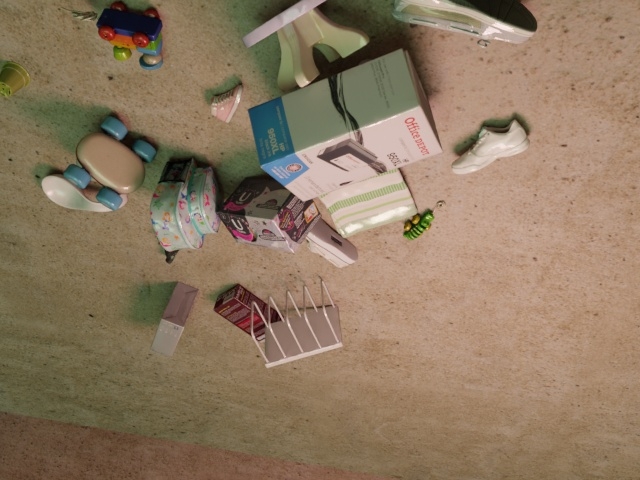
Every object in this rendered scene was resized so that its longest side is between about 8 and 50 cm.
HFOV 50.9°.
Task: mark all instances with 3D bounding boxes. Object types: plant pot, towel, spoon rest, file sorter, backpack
[{"bbox_3d":[-0.879,-0.448,1.898,0.083,0.079,0.083,9,137,8],"label":"plant pot"},{"bbox_3d":[0.118,-0.136,1.908,0.248,0.038,0.325,-18,140,14],"label":"towel"},{"bbox_3d":[-0.775,-0.147,2.182,0.277,0.084,0.137,9,137,5],"label":"spoon rest"},{"bbox_3d":[-0.088,0.278,2.312,0.278,0.192,0.173,-18,126,9],"label":"file sorter"},{"bbox_3d":[-0.401,-0.095,2.007,0.191,0.253,0.225,0,134,15],"label":"backpack"}]

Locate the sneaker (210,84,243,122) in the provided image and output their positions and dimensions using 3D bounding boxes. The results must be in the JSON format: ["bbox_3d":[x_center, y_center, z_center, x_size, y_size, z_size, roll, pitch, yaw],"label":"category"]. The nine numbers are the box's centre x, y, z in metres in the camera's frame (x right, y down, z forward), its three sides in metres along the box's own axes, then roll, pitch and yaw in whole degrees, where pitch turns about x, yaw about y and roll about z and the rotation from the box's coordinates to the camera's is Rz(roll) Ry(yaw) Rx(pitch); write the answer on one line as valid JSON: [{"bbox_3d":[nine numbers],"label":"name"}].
[{"bbox_3d":[-0.259,-0.378,1.820,0.070,0.051,0.134,22,141,-16],"label":"sneaker"}]

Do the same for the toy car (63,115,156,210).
[{"bbox_3d":[-0.650,-0.223,2.024,0.210,0.219,0.238,39,161,-25],"label":"toy car"}]

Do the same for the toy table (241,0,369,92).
[{"bbox_3d":[-0.033,-0.465,1.553,0.274,0.252,0.160,-16,113,44],"label":"toy table"}]

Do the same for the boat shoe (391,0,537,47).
[{"bbox_3d":[0.317,-0.501,1.494,0.321,0.118,0.103,16,143,4],"label":"boat shoe"}]

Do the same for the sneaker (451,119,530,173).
[{"bbox_3d":[0.431,-0.250,1.760,0.212,0.080,0.094,-23,114,25],"label":"sneaker"}]

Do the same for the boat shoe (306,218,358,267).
[{"bbox_3d":[0.000,0.000,2.120,0.268,0.096,0.088,34,130,-31],"label":"boat shoe"}]

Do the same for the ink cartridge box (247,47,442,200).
[{"bbox_3d":[0.069,-0.265,1.630,0.395,0.166,0.285,-19,161,15],"label":"ink cartridge box"}]

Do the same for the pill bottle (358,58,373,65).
[{"bbox_3d":[0.119,-0.391,1.693,0.065,0.065,0.116,12,138,3],"label":"pill bottle"}]

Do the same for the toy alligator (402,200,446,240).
[{"bbox_3d":[0.306,-0.049,2.008,0.056,0.051,0.190,30,135,-17],"label":"toy alligator"}]

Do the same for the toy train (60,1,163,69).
[{"bbox_3d":[-0.525,-0.522,1.719,0.248,0.105,0.143,12,150,3],"label":"toy train"}]

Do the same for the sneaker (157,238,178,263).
[{"bbox_3d":[-0.519,0.007,2.298,0.089,0.051,0.170,29,131,-15],"label":"sneaker"}]

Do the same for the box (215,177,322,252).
[{"bbox_3d":[-0.154,-0.078,1.968,0.247,0.163,0.142,8,141,42],"label":"box"}]

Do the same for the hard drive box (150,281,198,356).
[{"bbox_3d":[-0.546,0.298,2.511,0.089,0.181,0.232,22,136,-7],"label":"hard drive box"}]

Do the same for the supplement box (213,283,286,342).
[{"bbox_3d":[-0.260,0.272,2.484,0.239,0.073,0.130,39,131,-25],"label":"supplement box"}]
